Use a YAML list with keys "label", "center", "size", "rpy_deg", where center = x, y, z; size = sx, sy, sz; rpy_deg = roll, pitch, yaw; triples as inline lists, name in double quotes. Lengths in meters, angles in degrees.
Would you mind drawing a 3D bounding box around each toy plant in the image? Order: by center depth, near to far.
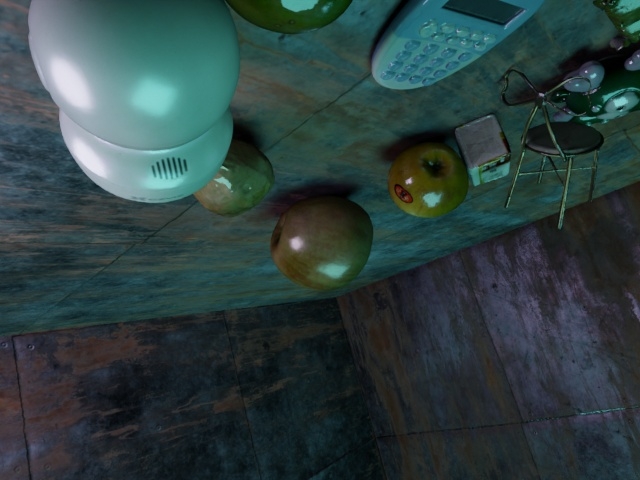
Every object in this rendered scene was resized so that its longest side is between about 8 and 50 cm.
- label: "toy plant"
  center: [0.574, -0.296, 0.880]
  size: [0.243, 0.112, 0.233]
  rpy_deg: [-11, 164, 32]

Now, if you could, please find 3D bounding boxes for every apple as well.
- label: "apple"
  center: [0.242, -0.138, 1.028]
  size: [0.183, 0.182, 0.155]
  rpy_deg: [-13, 158, -8]
- label: "apple"
  center: [0.000, 0.000, 1.183]
  size: [0.234, 0.256, 0.257]
  rpy_deg: [22, 153, -15]

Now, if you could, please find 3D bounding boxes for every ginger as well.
- label: "ginger"
  center: [-0.159, -0.114, 0.781]
  size: [0.138, 0.152, 0.267]
  rpy_deg: [-46, 158, 0]

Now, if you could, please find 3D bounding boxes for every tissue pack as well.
- label: "tissue pack"
  center: [0.375, -0.203, 1.047]
  size: [0.099, 0.106, 0.149]
  rpy_deg: [-20, 166, 18]

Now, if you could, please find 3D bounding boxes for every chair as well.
- label: "chair"
  center: [0.469, -0.195, 0.901]
  size: [0.170, 0.160, 0.325]
  rpy_deg: [-32, 131, -23]

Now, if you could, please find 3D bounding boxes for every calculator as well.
- label: "calculator"
  center: [0.191, -0.300, 0.619]
  size: [0.189, 0.042, 0.303]
  rpy_deg: [-4, 162, -34]

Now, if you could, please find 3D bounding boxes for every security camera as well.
- label: "security camera"
  center: [-0.177, -0.166, 0.460]
  size: [0.195, 0.194, 0.236]
  rpy_deg: [-11, 163, -19]

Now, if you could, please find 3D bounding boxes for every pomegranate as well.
- label: "pomegranate"
  center: [-0.002, -0.256, 0.389]
  size: [0.191, 0.152, 0.131]
  rpy_deg: [-17, 127, -8]

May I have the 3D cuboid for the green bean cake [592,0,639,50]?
- label: "green bean cake"
  center: [0.192, -0.281, 0.269]
  size: [0.156, 0.249, 0.247]
  rpy_deg: [-26, 161, 37]
